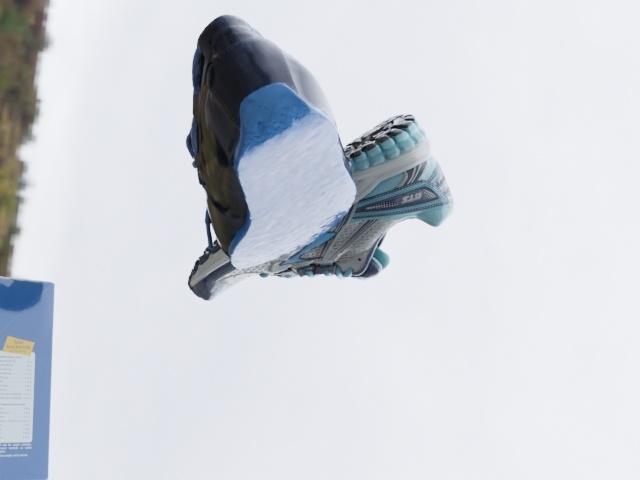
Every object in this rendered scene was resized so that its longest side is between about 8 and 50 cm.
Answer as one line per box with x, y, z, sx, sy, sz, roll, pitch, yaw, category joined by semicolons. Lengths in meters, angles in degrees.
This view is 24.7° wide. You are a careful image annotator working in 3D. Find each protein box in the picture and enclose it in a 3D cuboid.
-0.380;0.134;1.432;0.136;0.200;0.201;-5;-98;39;protein box

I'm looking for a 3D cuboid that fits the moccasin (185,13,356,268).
-0.039;-0.079;1.176;0.116;0.138;0.342;61;-14;16;moccasin

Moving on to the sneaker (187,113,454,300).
0.000;0.000;1.408;0.283;0.122;0.110;-31;-171;19;sneaker
